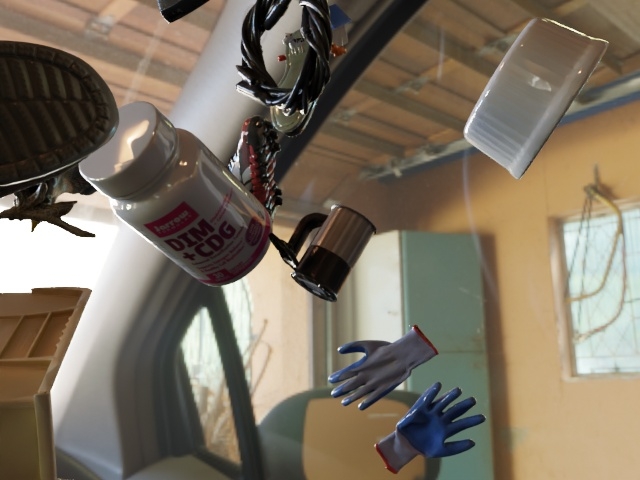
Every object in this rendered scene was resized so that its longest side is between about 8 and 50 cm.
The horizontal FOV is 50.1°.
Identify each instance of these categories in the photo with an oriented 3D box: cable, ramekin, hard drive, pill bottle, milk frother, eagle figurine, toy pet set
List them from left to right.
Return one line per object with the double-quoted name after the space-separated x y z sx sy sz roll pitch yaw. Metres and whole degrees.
-0.560 -0.119 1.411 0.225 0.298 0.226 -31 -62 15 "eagle figurine"
-0.205 -0.063 1.009 0.160 0.160 0.283 -8 -34 28 "pill bottle"
-0.326 -0.685 1.740 0.255 0.171 0.054 -23 -10 27 "hard drive"
-0.034 -0.223 0.785 0.047 0.150 0.184 12 14 -38 "cable"
-0.002 -0.341 1.123 0.114 0.065 0.122 -33 33 -33 "toy pet set"
0.000 0.000 1.062 0.129 0.134 0.143 26 -18 14 "milk frother"
0.376 -0.260 1.228 0.135 0.277 0.277 33 -10 9 "ramekin"

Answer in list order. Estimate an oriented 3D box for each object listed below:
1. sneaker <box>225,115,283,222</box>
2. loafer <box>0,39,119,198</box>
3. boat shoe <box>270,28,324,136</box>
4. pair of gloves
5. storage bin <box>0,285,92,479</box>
-0.154 -0.147 1.416 0.135 0.097 0.276 17 -38 12 "sneaker"
-0.258 -0.059 0.441 0.251 0.094 0.087 -19 1 -21 "loafer"
-0.029 -0.265 1.184 0.081 0.227 0.068 -3 -31 22 "boat shoe"
0.105 0.202 0.878 0.159 0.198 0.023 -38 -2 21 "pair of gloves"
-0.299 0.209 0.686 0.123 0.262 0.260 0 17 -9 "storage bin"
